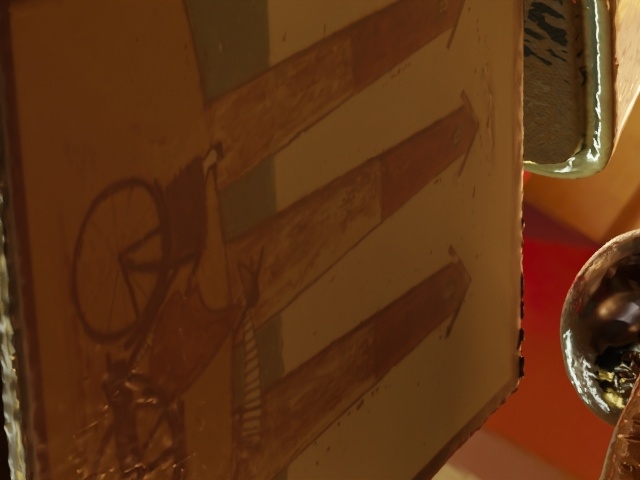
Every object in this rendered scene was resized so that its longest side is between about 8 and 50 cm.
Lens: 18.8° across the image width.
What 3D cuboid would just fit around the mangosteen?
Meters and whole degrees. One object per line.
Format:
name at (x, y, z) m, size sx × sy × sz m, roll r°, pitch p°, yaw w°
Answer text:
mangosteen at (0.233, 0.057, 1.251) m, size 0.152 × 0.152 × 0.152 m, roll 20°, pitch -145°, yaw -15°

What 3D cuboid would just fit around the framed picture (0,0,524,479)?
framed picture at (0.000, 0.000, 0.607) m, size 0.013 × 0.244 × 0.324 m, roll 10°, pitch -156°, yaw 26°

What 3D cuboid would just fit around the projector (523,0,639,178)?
projector at (0.067, -0.210, 0.898) m, size 0.249 × 0.248 × 0.249 m, roll 22°, pitch -109°, yaw 17°

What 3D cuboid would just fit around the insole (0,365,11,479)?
insole at (-0.187, 0.030, 0.585) m, size 0.328 × 0.111 × 0.007 m, roll 19°, pitch 174°, yaw -39°

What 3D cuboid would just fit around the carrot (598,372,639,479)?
carrot at (0.178, 0.022, 0.792) m, size 0.059 × 0.248 × 0.059 m, roll 26°, pitch 171°, yaw 4°
